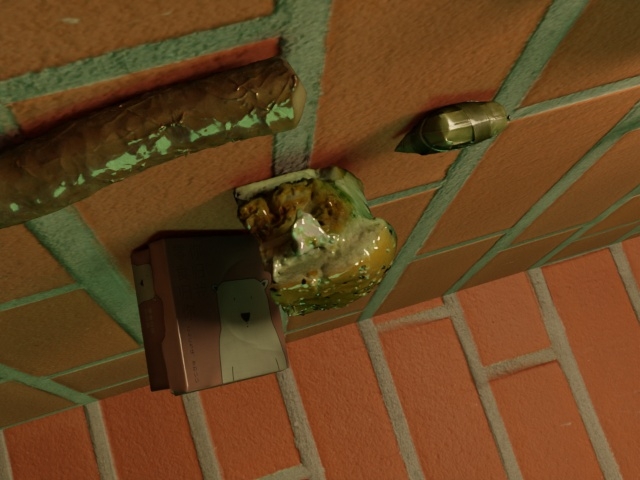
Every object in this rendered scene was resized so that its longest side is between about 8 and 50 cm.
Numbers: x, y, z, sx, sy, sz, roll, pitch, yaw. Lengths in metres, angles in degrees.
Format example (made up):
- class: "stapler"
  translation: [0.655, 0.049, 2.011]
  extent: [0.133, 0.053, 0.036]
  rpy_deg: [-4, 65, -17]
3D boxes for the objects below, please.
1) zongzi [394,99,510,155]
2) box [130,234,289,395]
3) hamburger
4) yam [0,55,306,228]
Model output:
- class: "zongzi"
  translation: [0.163, -0.136, 1.071]
  extent: [0.109, 0.055, 0.119]
  rpy_deg: [-14, 178, -25]
- class: "box"
  translation: [-0.161, 0.103, 1.257]
  extent: [0.086, 0.215, 0.215]
  rpy_deg: [-15, 173, 39]
- class: "hamburger"
  translation: [0.000, 0.000, 1.138]
  extent: [0.192, 0.168, 0.288]
  rpy_deg: [-16, 167, 3]
- class: "yam"
  translation: [-0.183, -0.081, 0.776]
  extent: [0.356, 0.081, 0.081]
  rpy_deg: [-17, 167, 4]
